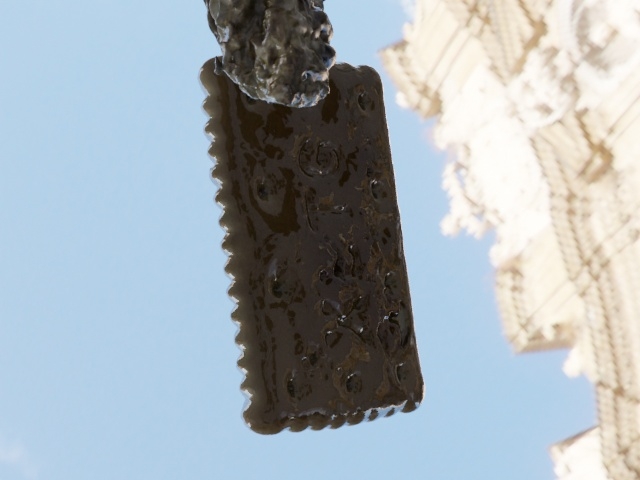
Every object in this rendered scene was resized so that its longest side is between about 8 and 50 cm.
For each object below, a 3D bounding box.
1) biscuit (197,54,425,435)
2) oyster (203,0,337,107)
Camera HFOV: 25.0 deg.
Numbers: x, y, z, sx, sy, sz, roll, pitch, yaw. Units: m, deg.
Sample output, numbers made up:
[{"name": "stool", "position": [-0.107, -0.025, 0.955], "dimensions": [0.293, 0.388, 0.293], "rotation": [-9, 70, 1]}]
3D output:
[{"name": "biscuit", "position": [0.000, 0.000, 1.244], "dimensions": [0.217, 0.044, 0.324], "rotation": [-1, -98, -46]}, {"name": "oyster", "position": [-0.031, -0.151, 0.932], "dimensions": [0.105, 0.056, 0.177], "rotation": [31, -140, -27]}]
